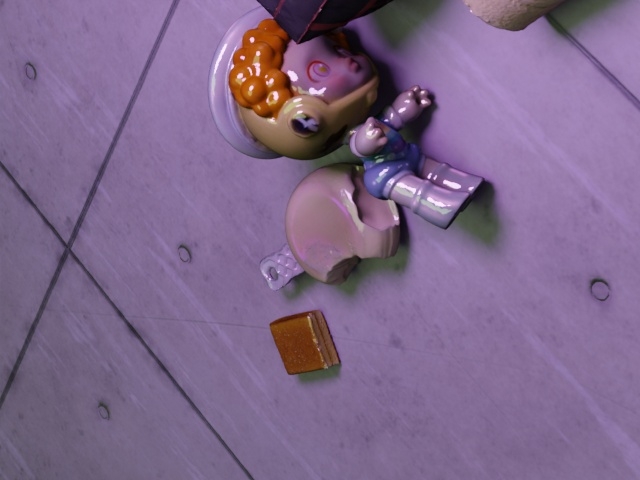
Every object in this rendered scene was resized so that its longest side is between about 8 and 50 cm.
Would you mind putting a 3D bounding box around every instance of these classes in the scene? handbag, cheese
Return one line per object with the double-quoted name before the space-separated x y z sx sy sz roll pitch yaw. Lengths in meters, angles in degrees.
"handbag" 0.032 -0.349 1.718 0.155 0.215 0.169 50 138 6
"cheese" 0.000 0.000 1.986 0.286 0.082 0.163 -41 76 48

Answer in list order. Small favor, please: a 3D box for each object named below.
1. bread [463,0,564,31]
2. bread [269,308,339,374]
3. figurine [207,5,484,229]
"bread" 0.233 -0.330 1.583 0.148 0.134 0.141 53 137 -4
"bread" -0.025 0.154 2.101 0.094 0.035 0.090 -16 94 46
"figurine" 0.020 -0.135 1.806 0.382 0.224 0.205 46 136 20
